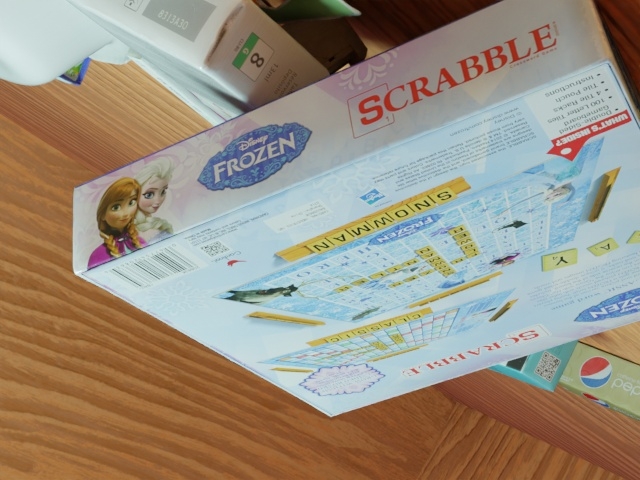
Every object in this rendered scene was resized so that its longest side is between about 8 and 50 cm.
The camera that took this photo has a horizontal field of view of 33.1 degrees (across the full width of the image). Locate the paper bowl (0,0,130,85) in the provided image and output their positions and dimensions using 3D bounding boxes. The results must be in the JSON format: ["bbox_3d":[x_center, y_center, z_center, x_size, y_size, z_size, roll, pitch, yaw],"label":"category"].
[{"bbox_3d":[-0.255,-0.222,0.795,0.284,0.148,0.284,28,171,5],"label":"paper bowl"}]

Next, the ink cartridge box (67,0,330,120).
[{"bbox_3d":[-0.048,-0.107,0.714,0.181,0.056,0.224,32,-179,41],"label":"ink cartridge box"}]

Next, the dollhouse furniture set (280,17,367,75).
[{"bbox_3d":[0.044,-0.103,0.819,0.161,0.101,0.182,54,172,1],"label":"dollhouse furniture set"}]

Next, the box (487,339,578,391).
[{"bbox_3d":[0.222,0.110,1.372,0.060,0.101,0.244,32,172,-27],"label":"box"}]

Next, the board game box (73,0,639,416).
[{"bbox_3d":[0.067,0.002,0.691,0.318,0.066,0.318,-20,148,20],"label":"board game box"}]

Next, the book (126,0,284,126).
[{"bbox_3d":[-0.071,-0.141,0.827,0.035,0.096,0.144,26,172,41],"label":"book"}]

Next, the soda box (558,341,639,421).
[{"bbox_3d":[0.397,0.192,1.407,0.181,0.061,0.058,21,168,45],"label":"soda box"}]

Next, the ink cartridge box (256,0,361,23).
[{"bbox_3d":[-0.093,-0.211,0.620,0.235,0.056,0.171,29,173,-29],"label":"ink cartridge box"}]

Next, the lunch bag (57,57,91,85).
[{"bbox_3d":[-0.314,-0.236,1.090,0.128,0.096,0.151,24,180,33],"label":"lunch bag"}]
